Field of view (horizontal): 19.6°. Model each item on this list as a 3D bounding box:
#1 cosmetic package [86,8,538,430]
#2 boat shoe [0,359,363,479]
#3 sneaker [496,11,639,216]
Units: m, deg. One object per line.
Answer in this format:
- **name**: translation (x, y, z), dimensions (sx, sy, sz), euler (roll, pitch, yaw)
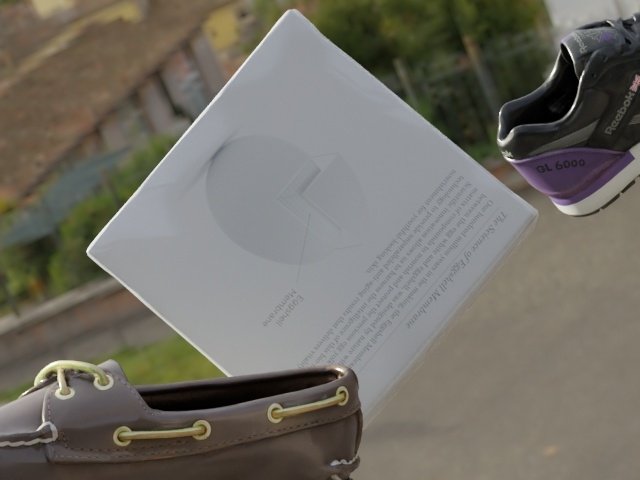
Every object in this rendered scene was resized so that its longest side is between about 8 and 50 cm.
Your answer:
- **cosmetic package**: translation (0.000, 0.000, 1.316), dimensions (0.224, 0.225, 0.138), euler (-49, -8, 1)
- **boat shoe**: translation (-0.124, 0.119, 1.116), dimensions (0.324, 0.096, 0.116), euler (4, 3, -23)
- **sneaker**: translation (0.272, -0.147, 1.554), dimensions (0.283, 0.124, 0.107), euler (-44, 33, 14)
